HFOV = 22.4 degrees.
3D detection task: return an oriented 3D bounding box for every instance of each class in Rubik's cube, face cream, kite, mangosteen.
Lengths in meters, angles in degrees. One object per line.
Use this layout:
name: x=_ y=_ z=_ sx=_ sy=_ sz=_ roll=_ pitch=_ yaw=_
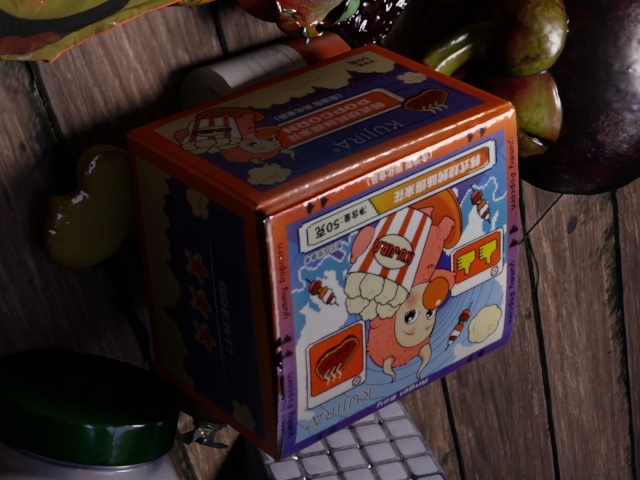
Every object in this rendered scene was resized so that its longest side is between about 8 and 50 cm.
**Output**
Rubik's cube: x=0.035 y=0.383 z=2.176 sx=0.238 sy=0.237 sz=0.237 roll=-9 pitch=120 yaw=-16
face cream: x=-0.285 y=0.321 z=1.771 sx=0.312 sy=0.219 sz=0.357 roll=-6 pitch=114 yaw=-52
kite: x=-0.218 y=-0.275 z=1.521 sx=0.378 sy=0.013 sz=0.327 roll=-1 pitch=144 yaw=-48
mangosteen: x=0.312 y=-0.260 z=2.168 sx=0.435 sy=0.382 sz=0.382 roll=10 pitch=105 yaw=-17
face cream: x=-0.058 y=-0.179 z=1.892 sx=0.214 sy=0.096 sz=0.095 roll=-25 pitch=129 yaw=-45

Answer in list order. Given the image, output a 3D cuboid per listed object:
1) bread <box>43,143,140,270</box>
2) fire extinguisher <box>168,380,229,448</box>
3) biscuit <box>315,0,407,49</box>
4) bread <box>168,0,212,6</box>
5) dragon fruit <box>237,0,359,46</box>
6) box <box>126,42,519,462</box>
bread: x=-0.236 y=-0.034 z=1.773 sx=0.149 sy=0.065 sz=0.188 roll=-57 pitch=148 yaw=4
fire extinguisher: x=-0.111 y=0.112 z=1.982 sx=0.135 sy=0.114 sz=0.337 roll=-12 pitch=119 yaw=-59
biscuit: x=0.054 y=-0.327 z=1.994 sx=0.194 sy=0.053 sz=0.194 roll=-32 pitch=133 yaw=-41
bread: x=-0.144 y=-0.275 z=1.734 sx=0.081 sy=0.083 sz=0.046 roll=-97 pitch=-178 yaw=-70
dragon fruit: x=-0.023 y=-0.370 z=1.793 sx=0.268 sy=0.130 sz=0.295 roll=-36 pitch=136 yaw=-38
box: x=0.011 y=0.005 z=1.769 sx=0.349 sy=0.257 sz=0.318 roll=-22 pitch=126 yaw=-32
